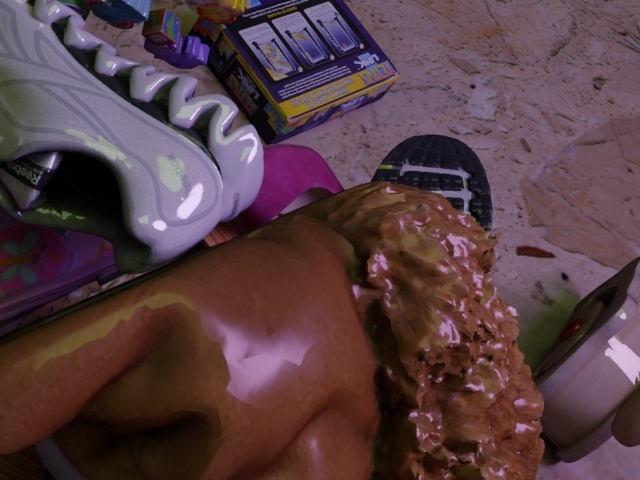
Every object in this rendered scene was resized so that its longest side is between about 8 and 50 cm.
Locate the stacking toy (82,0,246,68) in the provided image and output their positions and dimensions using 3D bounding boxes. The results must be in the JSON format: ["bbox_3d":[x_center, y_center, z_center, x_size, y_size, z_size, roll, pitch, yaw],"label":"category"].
[{"bbox_3d":[-0.149,-0.182,1.033,0.221,0.052,0.166,37,58,-52],"label":"stacking toy"}]

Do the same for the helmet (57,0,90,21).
[{"bbox_3d":[-0.267,-0.222,1.019,0.162,0.169,0.169,-35,80,-26],"label":"helmet"}]

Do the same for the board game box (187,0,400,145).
[{"bbox_3d":[-0.024,-0.183,1.212,0.170,0.048,0.141,-27,78,-42],"label":"board game box"}]

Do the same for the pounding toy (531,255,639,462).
[{"bbox_3d":[0.282,0.141,1.124,0.155,0.154,0.269,45,27,2],"label":"pounding toy"}]

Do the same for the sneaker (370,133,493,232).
[{"bbox_3d":[0.082,0.057,1.026,0.111,0.121,0.299,6,76,2],"label":"sneaker"}]

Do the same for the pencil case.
[{"bbox_3d":[-0.219,0.004,0.802,0.284,0.124,0.124,-25,75,-40],"label":"pencil case"}]

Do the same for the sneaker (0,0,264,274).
[{"bbox_3d":[-0.181,-0.082,0.745,0.292,0.110,0.118,29,50,12],"label":"sneaker"}]

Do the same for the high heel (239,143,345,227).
[{"bbox_3d":[0.000,0.000,1.020,0.117,0.082,0.244,59,8,24],"label":"high heel"}]

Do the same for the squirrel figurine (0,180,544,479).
[{"bbox_3d":[-0.003,0.177,0.771,0.397,0.281,0.370,-24,93,-18],"label":"squirrel figurine"}]

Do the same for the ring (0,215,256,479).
[{"bbox_3d":[-0.169,0.053,0.943,0.337,0.032,0.336,14,60,-26],"label":"ring"}]
